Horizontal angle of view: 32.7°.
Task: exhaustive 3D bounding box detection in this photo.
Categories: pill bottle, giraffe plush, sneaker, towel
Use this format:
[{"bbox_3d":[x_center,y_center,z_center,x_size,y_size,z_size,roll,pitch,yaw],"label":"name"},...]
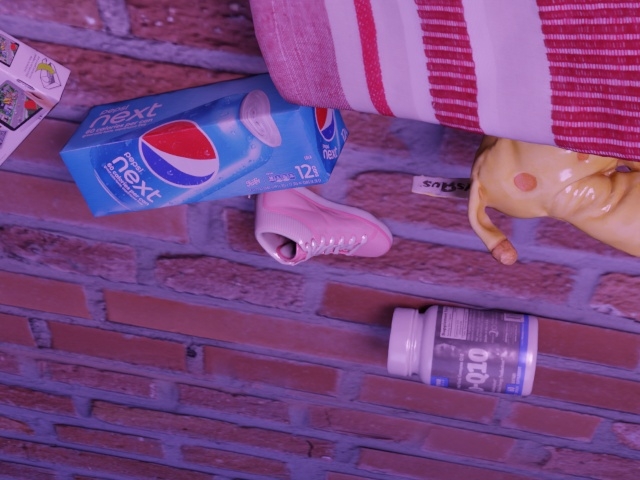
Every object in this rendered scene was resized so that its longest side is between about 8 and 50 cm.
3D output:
[{"bbox_3d":[0.135,0.103,1.043,0.137,0.078,0.078,5,145,8],"label":"pill bottle"},{"bbox_3d":[0.165,-0.100,0.685,0.210,0.181,0.170,-6,133,-6],"label":"giraffe plush"},{"bbox_3d":[0.000,0.000,0.943,0.134,0.070,0.051,25,141,-21],"label":"sneaker"},{"bbox_3d":[0.065,-0.154,0.558,0.329,0.037,0.237,16,135,43],"label":"towel"}]

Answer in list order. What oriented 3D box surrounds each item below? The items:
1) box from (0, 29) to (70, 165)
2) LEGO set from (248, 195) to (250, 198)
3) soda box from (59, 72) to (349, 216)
[{"bbox_3d":[-0.305,-0.106,0.904,0.114,0.036,0.207,30,141,-25],"label":"box"},{"bbox_3d":[-0.092,-0.065,0.924,0.054,0.023,0.083,-28,116,39],"label":"LEGO set"},{"bbox_3d":[-0.090,-0.076,0.848,0.210,0.071,0.067,-8,125,24],"label":"soda box"}]
